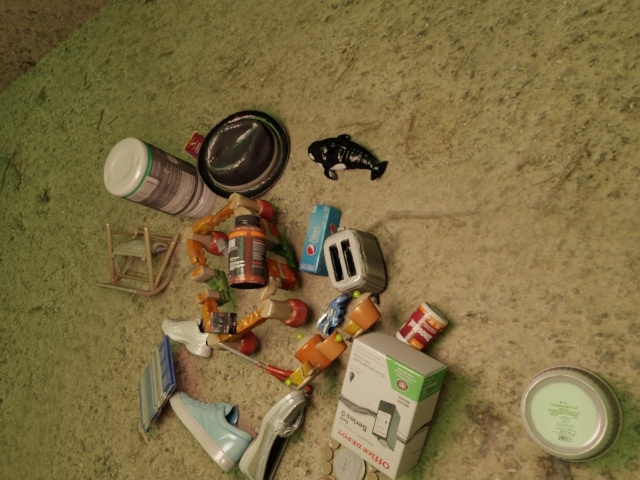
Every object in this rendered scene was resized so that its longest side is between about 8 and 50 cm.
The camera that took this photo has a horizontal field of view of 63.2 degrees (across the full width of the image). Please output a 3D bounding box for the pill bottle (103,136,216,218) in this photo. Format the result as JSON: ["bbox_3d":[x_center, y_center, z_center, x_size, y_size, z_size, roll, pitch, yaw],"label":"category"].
[{"bbox_3d":[-0.550,-0.203,1.828,0.204,0.361,0.204,-9,72,30],"label":"pill bottle"}]

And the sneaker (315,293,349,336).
[{"bbox_3d":[0.045,0.219,1.521,0.059,0.053,0.144,44,109,33],"label":"sneaker"}]

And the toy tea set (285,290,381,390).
[{"bbox_3d":[0.025,0.250,1.408,0.336,0.200,0.124,-45,78,12],"label":"toy tea set"}]

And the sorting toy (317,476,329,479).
[{"bbox_3d":[0.019,0.823,1.365,0.229,0.041,0.307,-50,57,16],"label":"sorting toy"}]

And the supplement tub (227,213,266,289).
[{"bbox_3d":[-0.202,0.031,1.438,0.106,0.106,0.198,-10,72,30],"label":"supplement tub"}]

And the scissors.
[{"bbox_3d":[-0.162,0.374,1.515,0.296,0.109,0.021,19,55,6],"label":"scissors"}]

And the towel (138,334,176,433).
[{"bbox_3d":[-0.556,0.488,1.767,0.285,0.034,0.209,-57,38,29],"label":"towel"}]

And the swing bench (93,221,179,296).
[{"bbox_3d":[-0.696,0.075,1.969,0.253,0.165,0.255,6,85,33],"label":"swing bench"}]

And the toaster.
[{"bbox_3d":[0.096,0.071,1.471,0.129,0.146,0.227,-22,66,27],"label":"toaster"}]

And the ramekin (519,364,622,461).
[{"bbox_3d":[0.536,0.374,1.129,0.207,0.109,0.207,-9,72,30],"label":"ramekin"}]

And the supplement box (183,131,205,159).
[{"bbox_3d":[-0.404,-0.313,1.923,0.188,0.104,0.081,38,96,33],"label":"supplement box"}]

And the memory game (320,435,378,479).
[{"bbox_3d":[0.078,0.611,1.412,0.186,0.012,0.186,-10,71,30],"label":"memory game"}]

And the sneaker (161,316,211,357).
[{"bbox_3d":[-0.447,0.310,1.796,0.232,0.090,0.115,23,83,26],"label":"sneaker"}]

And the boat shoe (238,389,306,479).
[{"bbox_3d":[-0.122,0.567,1.495,0.103,0.118,0.321,37,102,28],"label":"boat shoe"}]

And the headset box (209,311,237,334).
[{"bbox_3d":[-0.281,0.236,1.481,0.083,0.032,0.062,-3,76,32],"label":"headset box"}]

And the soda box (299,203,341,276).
[{"bbox_3d":[0.000,0.000,1.597,0.067,0.071,0.210,7,81,34],"label":"soda box"}]

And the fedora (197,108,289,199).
[{"bbox_3d":[-0.272,-0.301,1.742,0.333,0.152,0.335,0,85,5],"label":"fedora"}]

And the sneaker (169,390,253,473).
[{"bbox_3d":[-0.337,0.568,1.643,0.150,0.135,0.365,-40,45,-22],"label":"sneaker"}]

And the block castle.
[{"bbox_3d":[-0.231,0.102,1.635,0.303,0.212,0.454,-33,61,23],"label":"block castle"}]

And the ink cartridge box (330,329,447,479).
[{"bbox_3d":[0.165,0.405,1.299,0.211,0.121,0.290,23,108,36],"label":"ink cartridge box"}]

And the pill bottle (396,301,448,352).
[{"bbox_3d":[0.254,0.242,1.359,0.152,0.086,0.086,-52,56,10],"label":"pill bottle"}]

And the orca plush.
[{"bbox_3d":[0.059,-0.260,1.614,0.287,0.102,0.151,39,98,34],"label":"orca plush"}]
